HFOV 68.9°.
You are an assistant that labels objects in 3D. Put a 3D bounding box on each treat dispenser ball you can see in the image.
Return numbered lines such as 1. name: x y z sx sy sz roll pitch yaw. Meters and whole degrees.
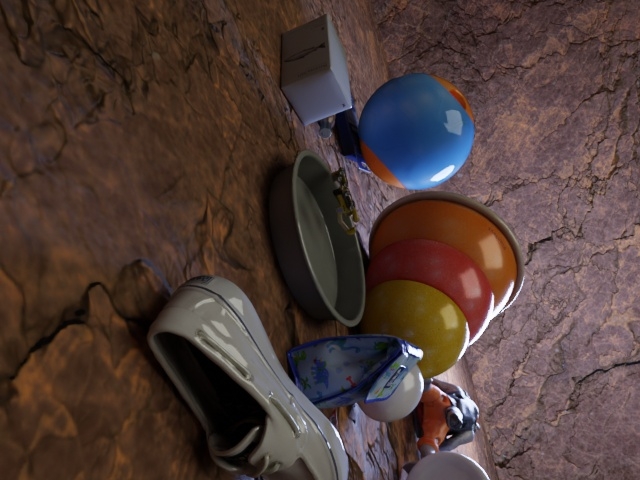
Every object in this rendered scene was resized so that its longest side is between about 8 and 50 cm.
1. treat dispenser ball: 0.239 -0.272 1.181 0.288 0.289 0.287 -15 90 -71

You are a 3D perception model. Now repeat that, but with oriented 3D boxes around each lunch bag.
1. lunch bag: 0.055 0.168 0.623 0.129 0.151 0.096 35 33 -63

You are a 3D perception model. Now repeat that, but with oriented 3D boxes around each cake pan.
1. cake pan: 0.000 0.000 0.762 0.293 0.054 0.292 -15 90 -71

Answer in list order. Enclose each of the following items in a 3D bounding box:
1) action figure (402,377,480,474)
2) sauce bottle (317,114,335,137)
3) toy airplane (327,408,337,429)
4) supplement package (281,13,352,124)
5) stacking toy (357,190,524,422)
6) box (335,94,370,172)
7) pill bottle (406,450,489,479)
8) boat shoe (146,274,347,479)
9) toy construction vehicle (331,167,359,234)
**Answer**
1. action figure: 0.295 0.450 1.073 0.330 0.179 0.340 22 51 -55
2. sauce bottle: 0.012 -0.273 1.029 0.128 0.042 0.042 -84 152 -44
3. toy airplane: 0.011 0.296 0.601 0.151 0.028 0.151 -14 90 -73
4. supplement package: -0.009 -0.338 0.922 0.105 0.105 0.179 51 29 -50
5. stacking toy: 0.183 0.144 0.916 0.480 0.351 0.350 -47 122 -47
6. box: 0.078 -0.288 1.233 0.136 0.037 0.225 -7 82 -71
7. pill bottle: 0.267 0.550 0.906 0.162 0.162 0.278 -80 153 -52
8. boat shoe: -0.059 0.159 0.412 0.267 0.096 0.088 67 24 -18
9. toy construction vehicle: 0.039 -0.067 0.801 0.086 0.035 0.098 -90 161 -67
